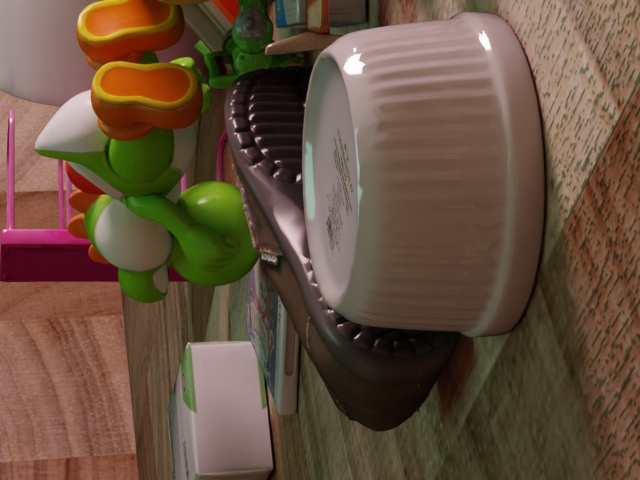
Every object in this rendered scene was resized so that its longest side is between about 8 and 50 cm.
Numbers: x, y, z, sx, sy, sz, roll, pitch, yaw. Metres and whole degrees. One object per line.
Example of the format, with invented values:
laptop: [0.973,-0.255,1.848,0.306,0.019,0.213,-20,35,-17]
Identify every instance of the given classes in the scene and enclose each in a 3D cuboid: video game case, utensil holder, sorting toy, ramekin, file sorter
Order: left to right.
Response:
utensil holder: [-0.291,-0.402,2.117,0.327,0.327,0.385,-113,22,-59]
file sorter: [-0.244,-0.057,2.038,0.202,0.290,0.182,130,139,-73]
sorting toy: [-0.135,-0.271,1.837,0.196,0.047,0.347,45,173,-5]
video game case: [-0.051,0.059,1.782,0.201,0.023,0.183,-117,27,-64]
ramekin: [0.057,-0.040,1.049,0.207,0.109,0.207,177,90,-78]

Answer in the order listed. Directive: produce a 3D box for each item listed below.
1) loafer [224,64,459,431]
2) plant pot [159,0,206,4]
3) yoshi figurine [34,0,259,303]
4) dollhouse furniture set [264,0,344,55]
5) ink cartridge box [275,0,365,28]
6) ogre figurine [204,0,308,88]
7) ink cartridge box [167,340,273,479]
loafer: [0.000,0.000,1.260,0.366,0.133,0.130,-105,18,-47]
plant pot: [-0.148,-0.333,1.462,0.239,0.254,0.254,50,-152,-62]
yoshi figurine: [-0.139,-0.071,1.670,0.203,0.203,0.362,31,147,21]
dollhouse furniture set: [0.024,-0.267,1.211,0.259,0.135,0.262,-98,7,-84]
ink cartridge box: [-0.003,-0.270,1.398,0.104,0.060,0.180,-159,67,-77]
ogre figurine: [-0.063,-0.185,1.625,0.118,0.096,0.197,-88,17,-48]
ink cartridge box: [-0.123,0.231,1.981,0.219,0.092,0.160,113,152,-65]
